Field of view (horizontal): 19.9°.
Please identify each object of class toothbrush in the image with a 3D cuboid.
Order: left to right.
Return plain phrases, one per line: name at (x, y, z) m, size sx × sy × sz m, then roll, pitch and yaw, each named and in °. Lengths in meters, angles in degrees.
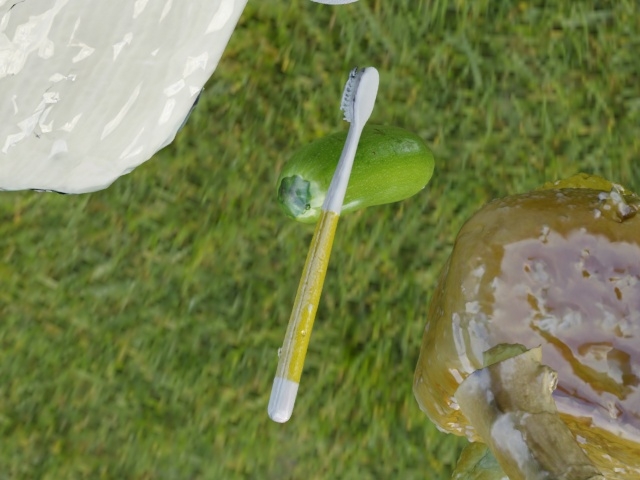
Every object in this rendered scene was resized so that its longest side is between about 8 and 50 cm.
toothbrush at (0.000, 0.000, 1.400) m, size 0.021 × 0.024 × 0.288 m, roll 23°, pitch 74°, yaw -30°

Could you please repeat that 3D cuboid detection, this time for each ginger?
ginger at (0.107, 0.100, 0.940) m, size 0.057 × 0.137 × 0.044 m, roll -28°, pitch 141°, yaw 2°

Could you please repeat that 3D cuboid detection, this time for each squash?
squash at (0.037, -0.069, 1.772) m, size 0.082 × 0.292 × 0.082 m, roll 4°, pitch 99°, yaw 26°

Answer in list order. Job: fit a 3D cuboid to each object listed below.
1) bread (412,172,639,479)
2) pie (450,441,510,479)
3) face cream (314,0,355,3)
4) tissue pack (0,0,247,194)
bread at (0.169, 0.052, 1.183) m, size 0.196 × 0.246 × 0.176 m, roll 22°, pitch 76°, yaw 2°
pie at (0.214, 0.218, 1.579) m, size 0.274 × 0.257 × 0.105 m, roll -37°, pitch 122°, yaw 11°
face cream at (0.011, -0.203, 1.140) m, size 0.091 × 0.095 × 0.091 m, roll 8°, pitch 149°, yaw 5°
tissue pack at (-0.178, -0.252, 0.664) m, size 0.253 × 0.416 × 0.264 m, roll -1°, pitch 142°, yaw -37°
